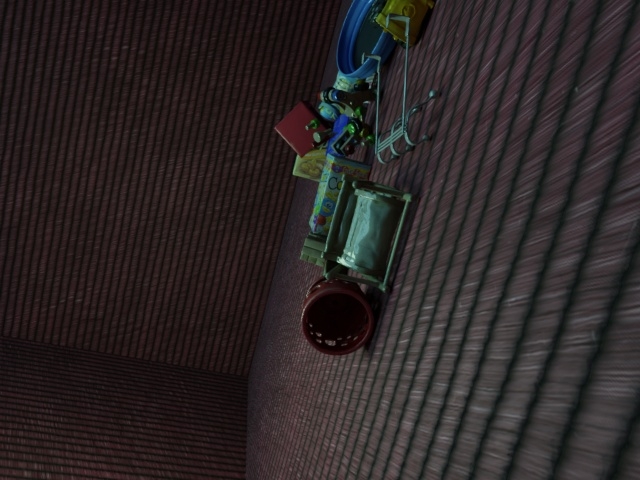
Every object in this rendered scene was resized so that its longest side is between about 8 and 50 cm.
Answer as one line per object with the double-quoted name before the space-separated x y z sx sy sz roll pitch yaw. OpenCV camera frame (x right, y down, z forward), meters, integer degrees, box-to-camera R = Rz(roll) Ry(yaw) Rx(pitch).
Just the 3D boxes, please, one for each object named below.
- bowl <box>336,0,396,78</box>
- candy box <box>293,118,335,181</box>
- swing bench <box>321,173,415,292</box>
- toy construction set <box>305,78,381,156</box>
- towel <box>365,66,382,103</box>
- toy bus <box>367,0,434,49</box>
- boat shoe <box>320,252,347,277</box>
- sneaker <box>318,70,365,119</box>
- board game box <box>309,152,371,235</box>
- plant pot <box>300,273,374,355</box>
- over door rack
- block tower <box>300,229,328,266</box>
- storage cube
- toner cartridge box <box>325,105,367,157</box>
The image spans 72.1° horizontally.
"bowl" 0.193 -0.812 1.677 0.391 0.077 0.392 -35 49 53
"candy box" -0.019 -0.479 2.306 0.087 0.182 0.317 -104 29 -70
"swing bench" 0.115 -0.030 1.172 0.255 0.165 0.254 -103 27 -78
"toy construction set" 0.110 -0.464 1.663 0.237 0.258 0.308 -34 9 -28
"towel" 0.211 -0.650 1.765 0.144 0.029 0.197 -111 38 -71
"toy bus" 0.259 -0.720 1.335 0.212 0.149 0.220 -57 16 26
"boat shoe" 0.033 0.180 1.516 0.089 0.104 0.285 111 177 -57
"sneaker" 0.088 -0.659 1.979 0.208 0.127 0.319 -54 -4 -15
"board game box" 0.066 -0.160 1.599 0.142 0.144 0.276 -115 39 -72
"plant pot" 0.045 0.190 1.206 0.174 0.191 0.191 -85 11 -74
"over door rack" 0.209 -0.389 1.167 0.239 0.108 0.325 167 95 -78
"block tower" 0.000 0.000 1.674 0.335 0.097 0.091 -58 -13 -73
"storage cube" -0.080 -0.542 2.138 0.215 0.193 0.184 -41 9 17
"toner cartridge box" 0.106 -0.474 1.950 0.348 0.075 0.165 -177 101 -79
